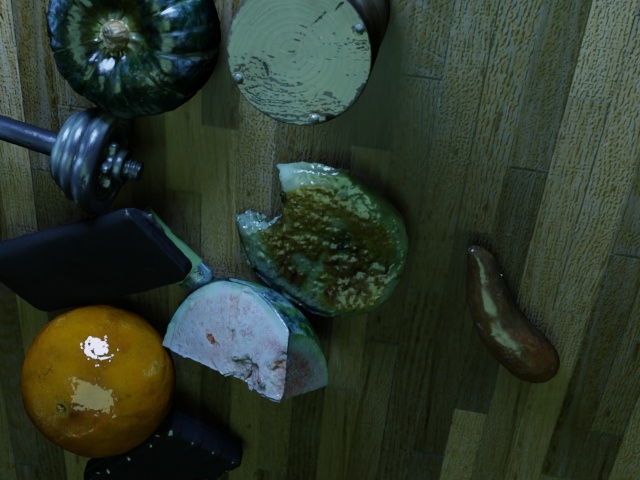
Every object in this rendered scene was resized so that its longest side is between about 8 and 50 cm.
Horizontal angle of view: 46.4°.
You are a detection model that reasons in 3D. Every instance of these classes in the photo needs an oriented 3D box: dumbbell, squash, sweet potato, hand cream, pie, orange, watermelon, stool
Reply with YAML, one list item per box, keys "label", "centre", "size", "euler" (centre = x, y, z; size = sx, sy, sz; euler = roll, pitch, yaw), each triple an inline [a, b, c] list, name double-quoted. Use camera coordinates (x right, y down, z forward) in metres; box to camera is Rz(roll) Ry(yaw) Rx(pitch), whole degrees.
- label: "dumbbell"
  centre: [-0.476, -0.170, 1.191]
  size: [0.406, 0.179, 0.179]
  euler: [18, 120, 2]
- label: "squash"
  centre: [-0.268, -0.305, 1.083]
  size: [0.252, 0.165, 0.252]
  euler: [6, 121, 10]
- label: "sweet potato"
  centre: [0.309, 0.137, 1.259]
  size: [0.097, 0.097, 0.292]
  euler: [-29, 108, 23]
- label: "hand cream"
  centre: [-0.268, 0.025, 1.335]
  size: [0.175, 0.046, 0.095]
  euler: [45, 121, -8]
- label: "pie"
  centre: [0.007, 0.005, 1.257]
  size: [0.302, 0.067, 0.302]
  euler: [5, 121, 9]
- label: "orange"
  centre: [-0.410, 0.258, 1.379]
  size: [0.284, 0.226, 0.284]
  euler: [4, 108, 12]
- label: "watermelon"
  centre: [-0.134, 0.167, 1.302]
  size: [0.305, 0.180, 0.224]
  euler: [12, 141, 39]
- label: "stool"
  centre: [-0.006, -0.279, 0.992]
  size: [0.179, 0.264, 0.179]
  euler: [5, 119, 9]

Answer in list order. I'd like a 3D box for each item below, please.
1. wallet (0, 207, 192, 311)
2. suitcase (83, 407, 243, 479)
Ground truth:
- label: "wallet"
  centre: [-0.411, 0.040, 1.305]
  size: [0.377, 0.051, 0.197]
  euler: [-13, 139, 26]
- label: "suitcase"
  centre: [-0.322, 0.456, 1.532]
  size: [0.285, 0.066, 0.206]
  euler: [-35, 127, 25]
